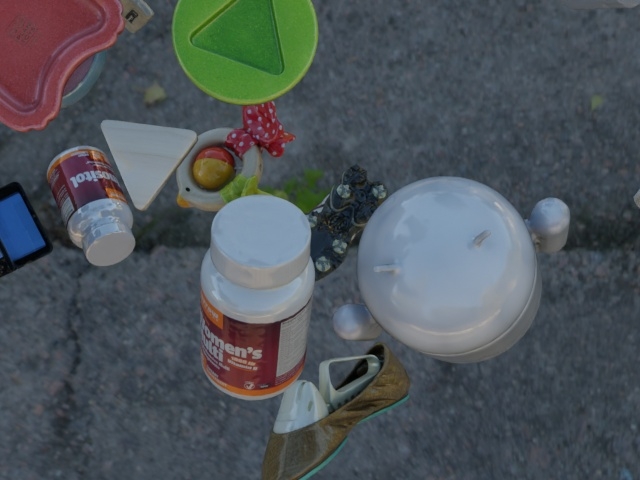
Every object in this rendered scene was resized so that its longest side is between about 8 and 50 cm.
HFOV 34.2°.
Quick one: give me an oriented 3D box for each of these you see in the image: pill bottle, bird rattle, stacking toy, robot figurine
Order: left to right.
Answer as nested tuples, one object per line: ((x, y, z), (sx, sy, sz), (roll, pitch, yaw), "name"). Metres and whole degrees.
((-0.294, -0.044, 1.348), (0.086, 0.086, 0.152), (-30, 57, -1), "pill bottle")
((-0.166, -0.197, 0.981), (0.309, 0.130, 0.279), (-43, 91, -4), "stacking toy")
((-0.165, -0.140, 1.891), (0.206, 0.143, 0.254), (1, 76, 14), "bird rattle")
((-0.068, 0.063, 1.111), (0.121, 0.221, 0.121), (3, 47, -3), "pill bottle")
((0.157, 0.039, 1.225), (0.300, 0.353, 0.200), (-31, 74, 8), "robot figurine")

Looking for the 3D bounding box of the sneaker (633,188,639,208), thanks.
((0.584, -0.118, 1.631), (0.094, 0.256, 0.151), (42, 88, 5), "sneaker")

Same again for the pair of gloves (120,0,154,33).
((-0.299, -0.410, 1.470), (0.204, 0.240, 0.042), (35, 62, -13), "pair of gloves")

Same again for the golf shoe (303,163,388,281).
((0.000, 0.000, 1.610), (0.105, 0.120, 0.273), (45, 56, 5), "golf shoe")

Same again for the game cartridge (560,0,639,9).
((0.342, -0.459, 1.585), (0.297, 0.198, 0.062), (38, 86, -18), "game cartridge")

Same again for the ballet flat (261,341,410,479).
((0.015, 0.252, 1.598), (0.116, 0.124, 0.342), (-10, 13, 47), "ballet flat")

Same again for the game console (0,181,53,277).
((-0.480, -0.012, 1.552), (0.071, 0.107, 0.122), (-24, 95, 30), "game console")
